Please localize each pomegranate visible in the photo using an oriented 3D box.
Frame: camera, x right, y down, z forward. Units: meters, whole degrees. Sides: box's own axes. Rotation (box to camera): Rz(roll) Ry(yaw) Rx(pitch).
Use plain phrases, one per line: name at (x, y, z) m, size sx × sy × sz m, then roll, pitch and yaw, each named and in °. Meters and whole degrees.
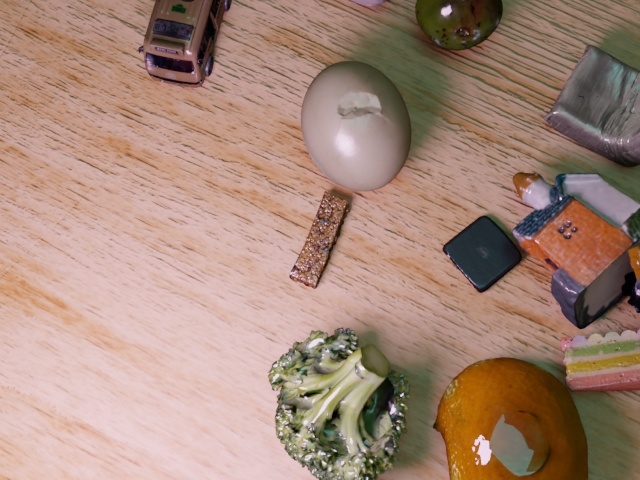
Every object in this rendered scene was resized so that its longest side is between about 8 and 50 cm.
pomegranate at (0.288, -0.515, 1.917) m, size 0.182 × 0.181 × 0.224 m, roll -5°, pitch 60°, yaw 0°

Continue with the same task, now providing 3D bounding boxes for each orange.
orange at (0.368, 0.380, 1.683) m, size 0.263 × 0.196 × 0.334 m, roll 1°, pitch 68°, yaw -12°

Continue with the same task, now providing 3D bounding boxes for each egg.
egg at (0.071, -0.230, 1.814) m, size 0.219 × 0.219 × 0.269 m, roll -21°, pitch 72°, yaw -4°

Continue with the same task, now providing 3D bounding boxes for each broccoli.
broccoli at (0.042, 0.300, 1.676) m, size 0.288 × 0.235 × 0.260 m, roll 43°, pitch 100°, yaw 7°

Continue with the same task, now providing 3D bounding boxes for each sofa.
sofa at (0.607, -0.289, 1.840) m, size 0.225 × 0.176 × 0.210 m, roll 32°, pitch 78°, yaw 9°

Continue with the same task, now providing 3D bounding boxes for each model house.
model house at (0.500, -0.024, 1.796) m, size 0.271 × 0.190 × 0.301 m, roll -42°, pitch 63°, yaw -5°

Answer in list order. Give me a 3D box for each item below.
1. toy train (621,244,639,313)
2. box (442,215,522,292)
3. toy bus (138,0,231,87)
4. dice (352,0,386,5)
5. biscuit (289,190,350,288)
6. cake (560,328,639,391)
toy train at (0.737, 0.061, 1.696) m, size 0.369 × 0.231 × 0.163 m, roll -11°, pitch 78°, yaw -16°
box at (0.331, 0.026, 1.842) m, size 0.125 × 0.027 × 0.126 m, roll -37°, pitch 76°, yaw -11°
toy bus at (-0.281, -0.481, 1.919) m, size 0.139 × 0.157 × 0.289 m, roll 13°, pitch 76°, yaw 5°
dice at (0.096, -0.634, 1.935) m, size 0.193 × 0.194 × 0.191 m, roll 31°, pitch 77°, yaw 11°
biscuit at (0.000, 0.000, 1.849) m, size 0.064 × 0.034 × 0.199 m, roll 21°, pitch 77°, yaw 7°
cake at (0.578, 0.225, 1.726) m, size 0.225 × 0.090 × 0.109 m, roll 0°, pitch 62°, yaw -7°
